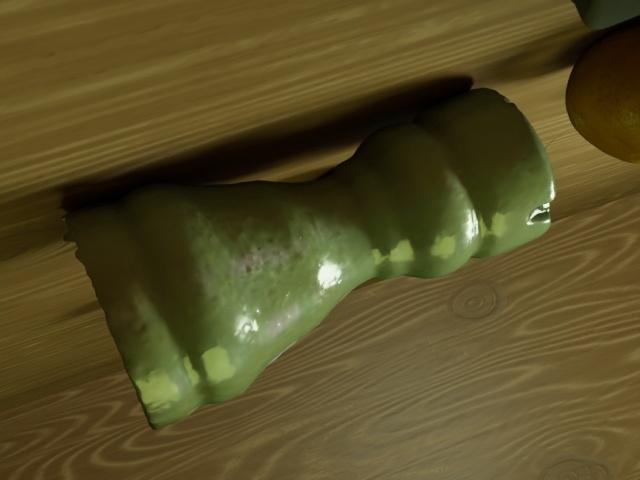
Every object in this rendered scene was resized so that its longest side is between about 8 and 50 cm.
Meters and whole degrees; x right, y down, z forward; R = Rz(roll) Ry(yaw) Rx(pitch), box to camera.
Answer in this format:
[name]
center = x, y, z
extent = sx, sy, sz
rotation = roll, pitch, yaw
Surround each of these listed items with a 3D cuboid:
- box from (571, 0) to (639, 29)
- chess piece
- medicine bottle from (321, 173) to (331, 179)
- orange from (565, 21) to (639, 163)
[box]
center = 0.219, -0.205, 0.539
extent = 0.103, 0.055, 0.244
rotation = -21, 172, 5
[chess piece]
center = 0.000, 0.000, 0.859
extent = 0.442, 0.234, 0.234
rotation = -21, 173, -12
[medicine bottle]
center = 0.109, -0.036, 1.124
extent = 0.237, 0.139, 0.139
rotation = -16, 171, -40
[orange]
center = 0.333, -0.150, 0.903
extent = 0.159, 0.136, 0.159
rotation = -21, 175, -2
